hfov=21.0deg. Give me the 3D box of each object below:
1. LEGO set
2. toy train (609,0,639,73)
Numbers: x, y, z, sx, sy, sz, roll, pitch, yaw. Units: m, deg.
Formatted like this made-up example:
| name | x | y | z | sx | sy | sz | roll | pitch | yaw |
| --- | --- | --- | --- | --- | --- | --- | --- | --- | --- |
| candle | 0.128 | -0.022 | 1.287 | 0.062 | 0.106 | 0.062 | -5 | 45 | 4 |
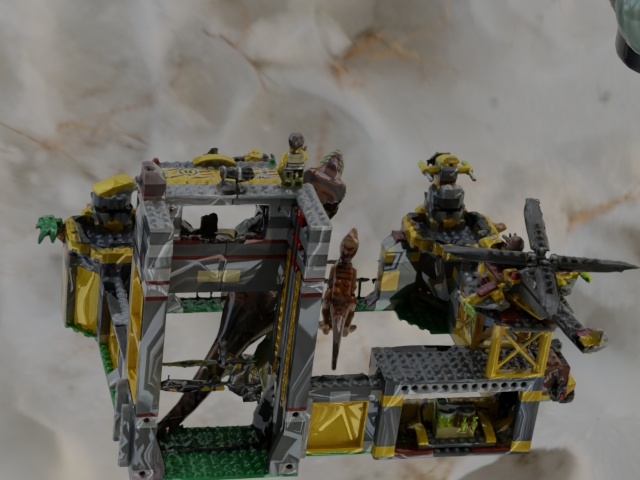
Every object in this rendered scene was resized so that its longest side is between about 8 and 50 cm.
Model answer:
| name | x | y | z | sx | sy | sz | roll | pitch | yaw |
| --- | --- | --- | --- | --- | --- | --- | --- | --- | --- |
| LEGO set | 0.000 | 0.000 | 1.002 | 0.331 | 0.255 | 0.192 | 4 | 119 | -8 |
| toy train | 0.225 | -0.218 | 0.798 | 0.190 | 0.334 | 0.142 | -7 | 43 | -8 |
